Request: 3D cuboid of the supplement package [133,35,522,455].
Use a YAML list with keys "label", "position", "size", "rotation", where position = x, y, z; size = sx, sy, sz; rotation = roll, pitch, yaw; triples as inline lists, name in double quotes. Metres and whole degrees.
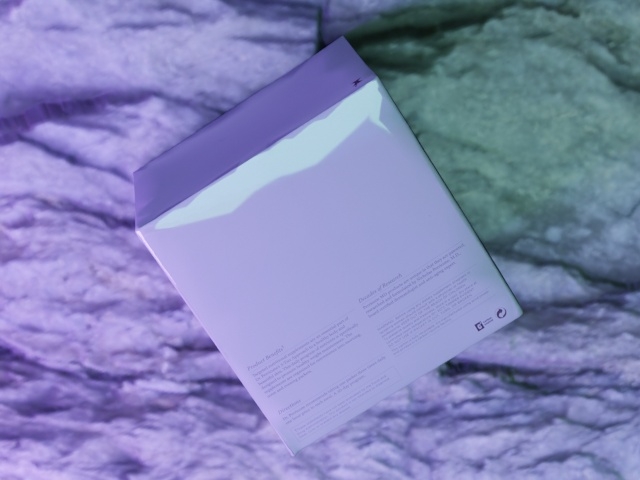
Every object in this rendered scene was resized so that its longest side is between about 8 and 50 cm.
- label: "supplement package"
  position: [0.000, 0.000, 1.130]
  size: [0.194, 0.149, 0.203]
  rotation: [-32, 110, 3]
